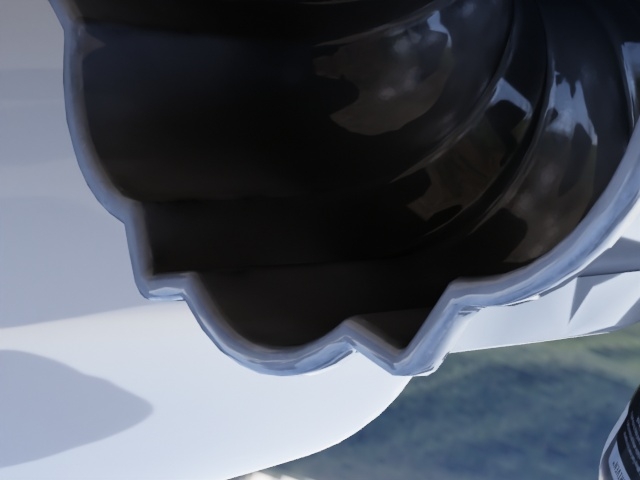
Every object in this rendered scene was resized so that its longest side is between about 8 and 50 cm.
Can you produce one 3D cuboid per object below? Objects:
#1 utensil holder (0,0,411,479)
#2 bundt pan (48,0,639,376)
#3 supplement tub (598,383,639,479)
[{"bbox_3d":[-0.165,-0.015,0.840,0.327,0.327,0.385,21,-162,39],"label":"utensil holder"},{"bbox_3d":[0.053,-0.121,0.521,0.124,0.331,0.331,7,-170,-37],"label":"bundt pan"},{"bbox_3d":[0.179,0.066,0.681,0.117,0.190,0.117,19,-150,-12],"label":"supplement tub"}]
